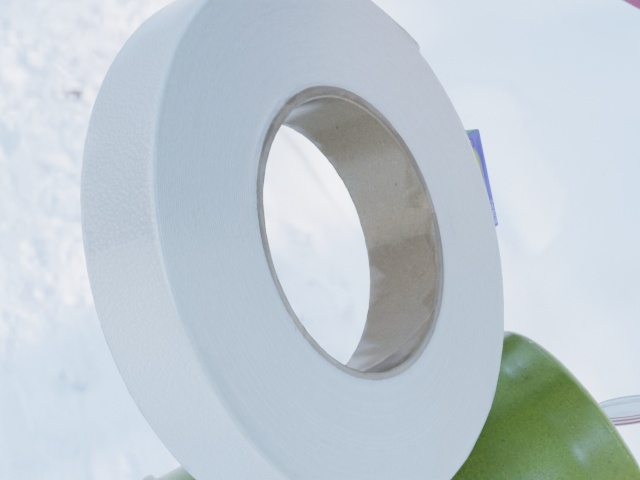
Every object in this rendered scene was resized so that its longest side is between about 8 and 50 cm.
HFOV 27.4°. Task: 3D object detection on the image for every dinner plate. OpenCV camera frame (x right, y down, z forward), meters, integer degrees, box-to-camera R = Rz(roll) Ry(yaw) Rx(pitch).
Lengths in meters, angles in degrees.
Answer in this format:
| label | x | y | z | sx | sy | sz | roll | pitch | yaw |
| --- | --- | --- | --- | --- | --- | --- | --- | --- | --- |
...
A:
| label | x | y | z | sx | sy | sz | roll | pitch | yaw |
| --- | --- | --- | --- | --- | --- | --- | --- | --- | --- |
| dinner plate | 0.387 | 0.211 | 1.641 | 0.141 | 0.141 | 0.017 | 0 | 70 | -11 |

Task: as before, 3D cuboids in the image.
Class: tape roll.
| label | x | y | z | sx | sy | sz | roll | pitch | yaw |
| --- | --- | --- | --- | --- | --- | --- | --- | --- | --- |
| tape roll | 0.000 | 0.000 | 0.925 | 0.072 | 0.392 | 0.392 | -15 | 17 | 38 |

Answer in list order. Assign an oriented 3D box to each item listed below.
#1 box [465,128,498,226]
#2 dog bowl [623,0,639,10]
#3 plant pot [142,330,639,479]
| label | x | y | z | sx | sy | sz | roll | pitch | yaw |
| --- | --- | --- | --- | --- | --- | --- | --- | --- | --- |
| box | 0.102 | -0.032 | 1.240 | 0.043 | 0.105 | 0.179 | -1 | 21 | 39 |
| dog bowl | 0.271 | -0.288 | 0.876 | 0.407 | 0.150 | 0.408 | 13 | 46 | -14 |
| plant pot | 0.090 | 0.268 | 1.151 | 0.353 | 0.366 | 0.366 | -32 | 45 | -12 |
